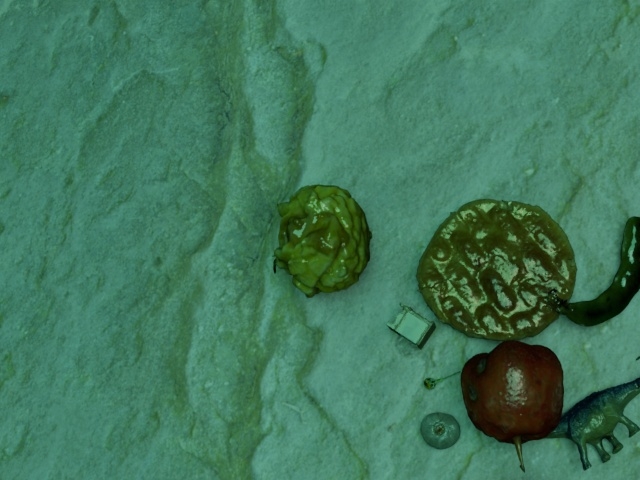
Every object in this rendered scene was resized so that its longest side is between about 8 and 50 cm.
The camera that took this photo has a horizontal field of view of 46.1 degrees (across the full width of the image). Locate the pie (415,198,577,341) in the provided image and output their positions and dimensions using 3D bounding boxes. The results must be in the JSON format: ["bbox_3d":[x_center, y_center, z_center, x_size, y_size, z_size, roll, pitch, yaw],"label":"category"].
[{"bbox_3d":[0.379,0.065,1.617,0.340,0.083,0.339,-3,71,9],"label":"pie"}]

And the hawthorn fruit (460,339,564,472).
[{"bbox_3d":[0.378,0.326,1.468,0.208,0.207,0.243,-5,68,9],"label":"hawthorn fruit"}]

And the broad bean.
[{"bbox_3d":[0.600,0.081,1.562,0.292,0.049,0.144,-38,103,-16],"label":"broad bean"}]

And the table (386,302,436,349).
[{"bbox_3d":[0.195,0.183,1.614,0.083,0.079,0.062,32,83,19],"label":"table"}]

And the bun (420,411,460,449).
[{"bbox_3d":[0.248,0.394,1.561,0.083,0.045,0.083,-4,69,10],"label":"bun"}]

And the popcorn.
[{"bbox_3d":[-0.005,0.000,1.634,0.225,0.249,0.249,-5,72,27],"label":"popcorn"}]

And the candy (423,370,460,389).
[{"bbox_3d":[0.259,0.294,1.604,0.083,0.025,0.023,-23,99,-6],"label":"candy"}]

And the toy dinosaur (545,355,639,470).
[{"bbox_3d":[0.552,0.358,1.499,0.363,0.076,0.147,-32,59,6],"label":"toy dinosaur"}]
